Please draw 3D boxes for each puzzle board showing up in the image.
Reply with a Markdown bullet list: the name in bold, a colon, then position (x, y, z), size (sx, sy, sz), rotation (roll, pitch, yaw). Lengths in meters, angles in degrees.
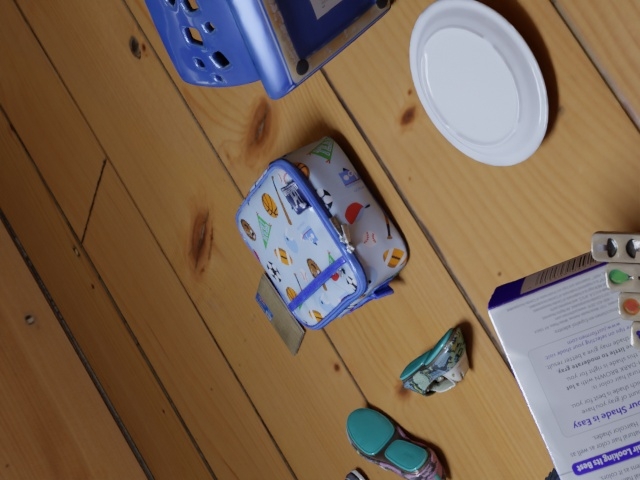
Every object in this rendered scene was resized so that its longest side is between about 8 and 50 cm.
- **puzzle board**: position (-0.069, 0.127, 2.391), size (0.128, 0.011, 0.096), rotation (55, 156, 18)

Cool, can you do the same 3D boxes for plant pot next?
- **plant pot**: position (-0.063, -0.317, 1.630), size (0.212, 0.236, 0.236), rotation (26, 148, 45)

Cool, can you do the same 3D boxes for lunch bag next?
- **lunch bag**: position (0.000, 0.000, 1.999), size (0.243, 0.115, 0.303), rotation (58, 157, 5)

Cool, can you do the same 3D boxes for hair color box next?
- **hair color box**: position (0.322, 0.177, 1.414), size (0.339, 0.185, 0.110), rotation (66, -163, -4)

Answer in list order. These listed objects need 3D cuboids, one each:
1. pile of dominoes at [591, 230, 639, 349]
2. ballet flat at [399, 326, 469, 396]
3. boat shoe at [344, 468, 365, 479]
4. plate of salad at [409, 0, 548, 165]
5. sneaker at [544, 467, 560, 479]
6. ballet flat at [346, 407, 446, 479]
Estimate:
- **pile of dominoes**: position (0.373, 0.080, 1.280), size (0.196, 0.040, 0.251), rotation (-20, 97, 31)
- **ballet flat**: position (0.169, 0.170, 1.906), size (0.070, 0.070, 0.188), rotation (59, 158, 9)
- **boat shoe**: position (0.061, 0.489, 2.429), size (0.075, 0.065, 0.206), rotation (38, 146, 44)
- **plate of salad**: position (0.177, -0.177, 1.534), size (0.199, 0.048, 0.200), rotation (32, 140, 33)
- **sneaker**: position (0.359, 0.292, 1.616), size (0.131, 0.112, 0.319), rotation (31, 147, -3)
- **ballet flat**: position (0.117, 0.331, 2.160), size (0.221, 0.077, 0.079), rotation (24, 154, 55)
